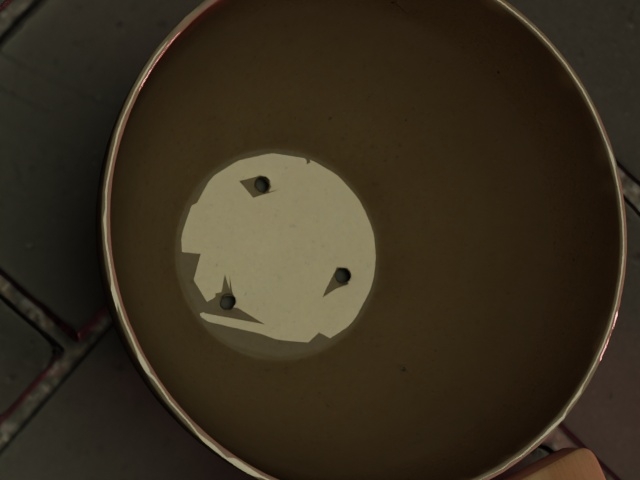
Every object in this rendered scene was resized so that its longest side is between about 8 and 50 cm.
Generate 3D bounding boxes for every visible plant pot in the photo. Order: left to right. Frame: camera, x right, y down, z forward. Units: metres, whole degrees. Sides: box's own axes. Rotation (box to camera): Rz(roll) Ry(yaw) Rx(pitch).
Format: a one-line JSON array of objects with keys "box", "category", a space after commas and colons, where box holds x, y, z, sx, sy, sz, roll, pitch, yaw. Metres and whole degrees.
[{"box": [0.000, 0.000, 0.792, 0.284, 0.191, 0.284, 2, 84, -19], "category": "plant pot"}]

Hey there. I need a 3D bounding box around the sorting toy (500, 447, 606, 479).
[{"box": [0.091, 0.293, 0.846, 0.255, 0.089, 0.257, -24, 92, -19], "category": "sorting toy"}]
